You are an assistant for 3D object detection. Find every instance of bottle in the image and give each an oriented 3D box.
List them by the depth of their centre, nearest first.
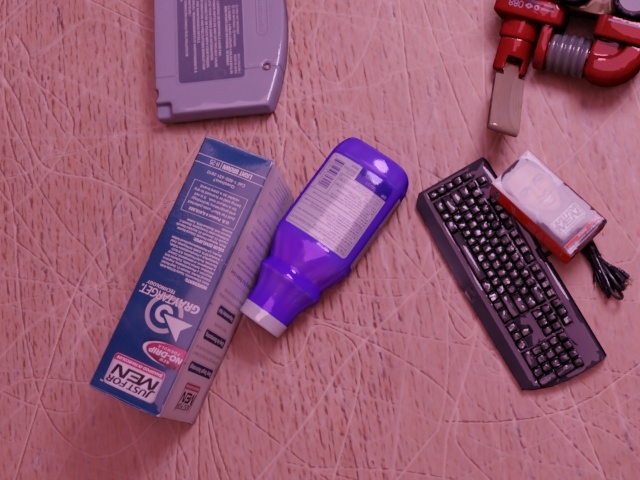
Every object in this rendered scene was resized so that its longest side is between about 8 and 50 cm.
[{"bbox_3d":[0.000,0.000,1.284,0.118,0.092,0.283,34,83,14],"label":"bottle"}]

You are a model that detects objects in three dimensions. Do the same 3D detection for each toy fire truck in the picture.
[{"bbox_3d":[0.326,-0.249,1.291,0.217,0.158,0.246,19,98,16],"label":"toy fire truck"}]

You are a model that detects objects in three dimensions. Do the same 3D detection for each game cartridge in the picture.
[{"bbox_3d":[-0.146,-0.320,1.403,0.196,0.060,0.294,-5,76,10],"label":"game cartridge"}]

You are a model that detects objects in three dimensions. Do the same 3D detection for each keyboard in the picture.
[{"bbox_3d":[0.284,0.027,1.274,0.201,0.033,0.317,-29,75,-1],"label":"keyboard"}]

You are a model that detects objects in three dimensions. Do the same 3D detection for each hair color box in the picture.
[{"bbox_3d":[-0.159,0.058,1.249,0.105,0.174,0.347,21,80,12],"label":"hair color box"},{"bbox_3d":[0.298,-0.044,1.252,0.072,0.043,0.141,-43,74,-7],"label":"hair color box"}]
